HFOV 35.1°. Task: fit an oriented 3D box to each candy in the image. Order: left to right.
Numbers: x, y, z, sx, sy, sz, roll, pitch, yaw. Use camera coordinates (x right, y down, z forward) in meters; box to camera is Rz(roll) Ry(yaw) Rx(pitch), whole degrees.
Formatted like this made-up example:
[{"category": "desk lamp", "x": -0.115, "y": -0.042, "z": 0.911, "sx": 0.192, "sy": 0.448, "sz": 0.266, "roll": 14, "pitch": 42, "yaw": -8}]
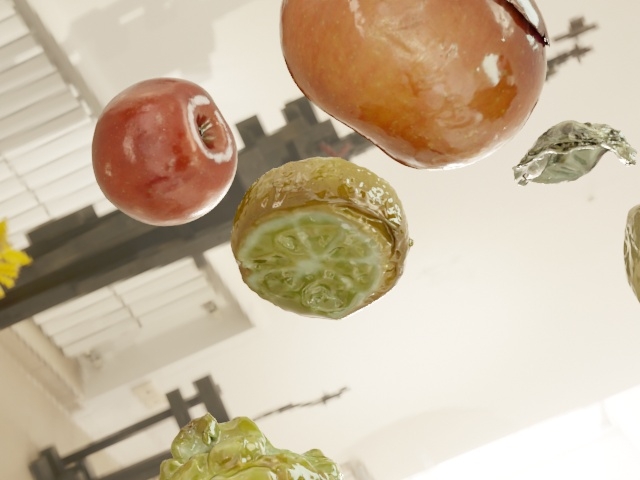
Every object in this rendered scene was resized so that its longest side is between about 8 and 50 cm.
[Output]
[{"category": "candy", "x": 0.000, "y": 0.000, "z": 1.434, "sx": 0.118, "sy": 0.260, "sz": 0.260, "roll": -92, "pitch": 160, "yaw": -47}]

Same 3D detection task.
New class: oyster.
[{"category": "oyster", "x": 0.368, "y": -0.125, "z": 1.421, "sx": 0.087, "sy": 0.252, "sz": 0.199, "roll": 67, "pitch": -20, "yaw": 8}]

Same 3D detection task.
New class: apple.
[{"category": "apple", "x": -0.271, "y": -0.160, "z": 1.785, "sx": 0.260, "sy": 0.216, "sz": 0.260, "roll": 36, "pitch": 43, "yaw": -42}, {"category": "apple", "x": 0.087, "y": -0.195, "z": 1.004, "sx": 0.272, "sy": 0.206, "sz": 0.251, "roll": 33, "pitch": 6, "yaw": -24}]

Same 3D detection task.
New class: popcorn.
[{"category": "popcorn", "x": -0.068, "y": 0.277, "z": 0.963, "sx": 0.183, "sy": 0.204, "sz": 0.221, "roll": 25, "pitch": -14, "yaw": 31}]

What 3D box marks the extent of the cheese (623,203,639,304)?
[{"category": "cheese", "x": 0.353, "y": 0.047, "z": 0.845, "sx": 0.263, "sy": 0.159, "sz": 0.093, "roll": -95, "pitch": 170, "yaw": -53}]
